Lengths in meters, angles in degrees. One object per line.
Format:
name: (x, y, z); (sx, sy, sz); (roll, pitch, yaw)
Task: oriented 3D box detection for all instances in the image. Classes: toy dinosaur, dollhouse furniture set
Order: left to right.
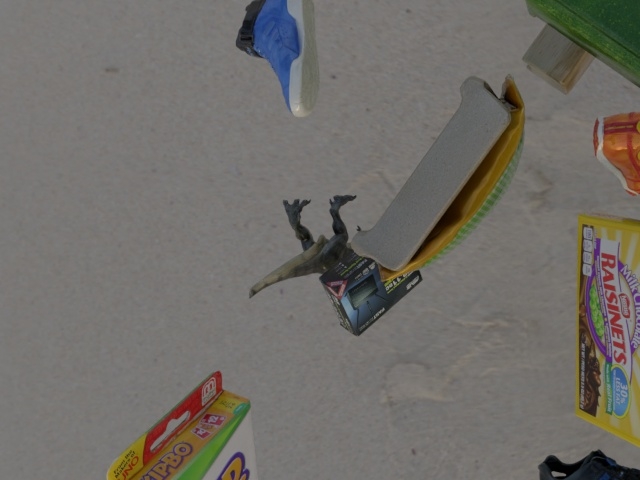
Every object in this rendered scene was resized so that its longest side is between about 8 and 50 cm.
toy dinosaur: (0.000, 0.000, 1.114); (0.064, 0.268, 0.118); (2, 97, 38)
dollhouse furniture set: (0.183, -0.064, 0.608); (0.151, 0.197, 0.301); (38, 101, 16)

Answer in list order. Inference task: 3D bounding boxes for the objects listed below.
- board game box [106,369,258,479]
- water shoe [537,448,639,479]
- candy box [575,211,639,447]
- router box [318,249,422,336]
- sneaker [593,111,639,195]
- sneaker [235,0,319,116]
board game box: (-0.090, 0.233, 0.619); (0.039, 0.124, 0.259); (11, 122, 29)
water shoe: (0.388, 0.326, 1.113); (0.203, 0.073, 0.080); (-16, 94, 37)
candy box: (0.280, 0.080, 0.767); (0.105, 0.027, 0.205); (-162, 68, -66)
router box: (0.066, 0.049, 1.046); (0.122, 0.092, 0.038); (-39, 42, -16)
sneaker: (0.327, -0.081, 0.811); (0.067, 0.175, 0.064); (1, 84, 38)
sneaker: (-0.050, -0.205, 0.917); (0.085, 0.058, 0.152); (-7, 79, 21)
